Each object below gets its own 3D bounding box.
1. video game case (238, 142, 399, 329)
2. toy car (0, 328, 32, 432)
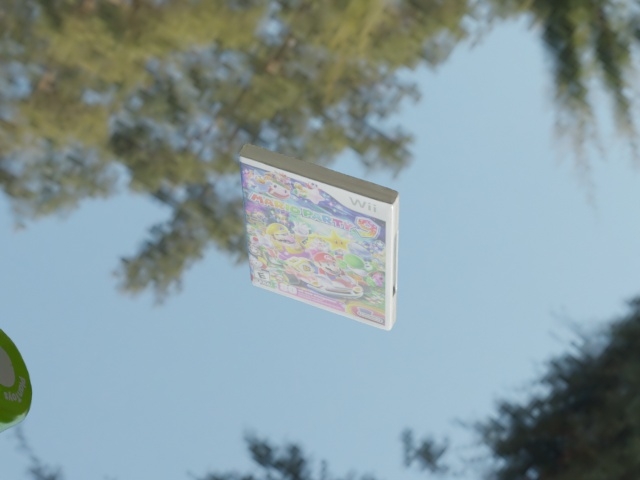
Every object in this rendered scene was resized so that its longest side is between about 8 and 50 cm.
[{"bbox_3d":[0.000,0.000,0.959,0.087,0.122,0.011,19,-123,14],"label":"video game case"},{"bbox_3d":[-0.190,0.144,0.722,0.149,0.155,0.188,13,-129,-65],"label":"toy car"}]
